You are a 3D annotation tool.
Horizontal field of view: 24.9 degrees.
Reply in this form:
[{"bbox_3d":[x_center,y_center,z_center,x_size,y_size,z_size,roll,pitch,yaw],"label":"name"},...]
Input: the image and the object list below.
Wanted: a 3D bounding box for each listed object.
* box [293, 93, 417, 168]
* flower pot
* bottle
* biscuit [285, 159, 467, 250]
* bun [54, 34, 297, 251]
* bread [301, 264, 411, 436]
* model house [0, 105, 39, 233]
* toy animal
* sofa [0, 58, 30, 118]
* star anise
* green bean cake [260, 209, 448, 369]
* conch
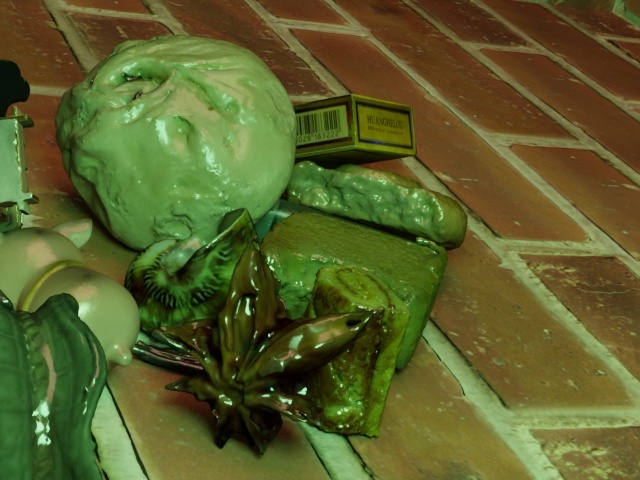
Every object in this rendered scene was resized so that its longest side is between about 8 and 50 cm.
[{"bbox_3d":[-0.031,-0.152,2.205,0.301,0.084,0.193,-8,-5,30],"label":"box"},{"bbox_3d":[-0.317,0.171,1.272,0.213,0.301,0.302,3,25,-21],"label":"flower pot"},{"bbox_3d":[0.000,0.000,2.087,0.286,0.082,0.082,18,23,11],"label":"bottle"},{"bbox_3d":[0.089,-0.053,2.147,0.274,0.091,0.213,13,-6,14],"label":"biscuit"},{"bbox_3d":[-0.200,-0.153,2.021,0.326,0.234,0.362,-41,50,-18],"label":"bun"},{"bbox_3d":[0.028,0.128,1.691,0.103,0.172,0.132,0,26,-31],"label":"bread"},{"bbox_3d":[-0.494,-0.078,1.778,0.326,0.169,0.244,-9,-9,0],"label":"model house"},{"bbox_3d":[-0.305,0.078,1.674,0.165,0.149,0.248,7,29,-49],"label":"toy animal"},{"bbox_3d":[-0.598,-0.243,2.193,0.258,0.182,0.200,-7,29,-39],"label":"sofa"},{"bbox_3d":[-0.094,0.119,1.626,0.346,0.237,0.148,-11,2,43],"label":"star anise"},{"bbox_3d":[0.033,0.065,1.902,0.236,0.124,0.233,18,22,10],"label":"green bean cake"},{"bbox_3d":[-0.151,0.047,1.803,0.187,0.124,0.181,-45,26,-15],"label":"conch"}]
